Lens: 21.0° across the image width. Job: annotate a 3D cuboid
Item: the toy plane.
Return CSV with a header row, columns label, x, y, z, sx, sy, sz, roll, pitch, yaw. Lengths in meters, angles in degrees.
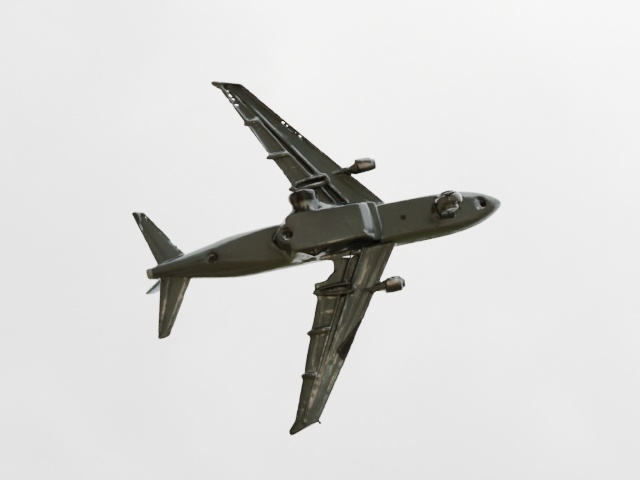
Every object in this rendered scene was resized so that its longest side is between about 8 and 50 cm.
label,x,y,z,sx,sy,sz,roll,pitch,yaw
toy plane,-0.002,0.000,1.040,0.226,0.058,0.226,-14,-105,3
